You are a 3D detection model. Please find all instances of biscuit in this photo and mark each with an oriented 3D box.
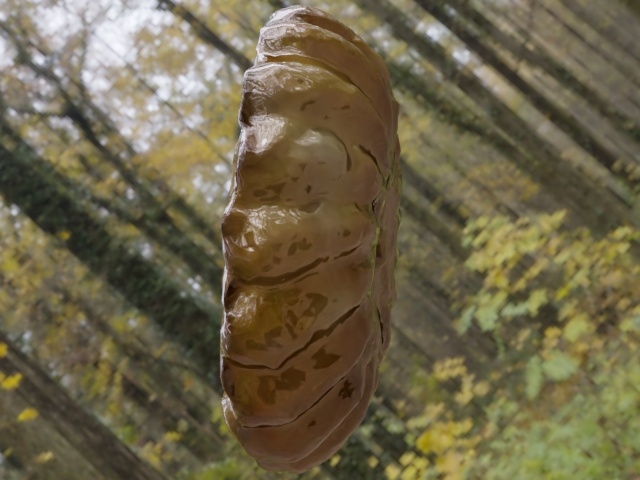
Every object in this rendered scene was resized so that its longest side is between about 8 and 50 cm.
[{"bbox_3d":[0.000,0.000,0.845,0.326,0.107,0.325,1,-90,-84],"label":"biscuit"}]
